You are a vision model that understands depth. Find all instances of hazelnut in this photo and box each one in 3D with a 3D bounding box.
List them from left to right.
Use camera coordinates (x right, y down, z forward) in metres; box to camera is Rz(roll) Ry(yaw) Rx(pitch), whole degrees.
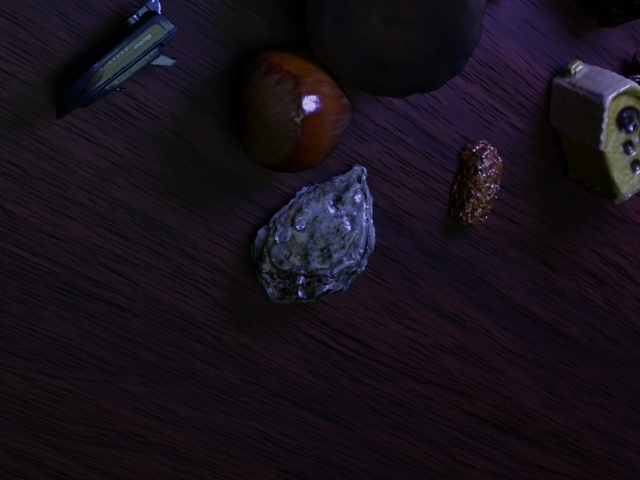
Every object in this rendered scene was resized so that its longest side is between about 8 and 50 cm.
[{"bbox_3d":[-0.041,-0.216,1.658,0.210,0.186,0.210,0,95,3],"label":"hazelnut"}]

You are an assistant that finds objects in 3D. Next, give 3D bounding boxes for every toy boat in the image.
[{"bbox_3d":[-0.322,-0.271,1.579,0.246,0.093,0.103,-40,111,-4],"label":"toy boat"}]

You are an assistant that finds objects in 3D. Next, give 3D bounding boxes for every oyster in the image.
[{"bbox_3d":[0.000,0.000,1.810,0.267,0.112,0.198,-29,96,0],"label":"oyster"}]

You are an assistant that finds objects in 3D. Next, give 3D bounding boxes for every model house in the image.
[{"bbox_3d":[0.531,-0.217,1.876,0.175,0.193,0.234,-37,118,-2],"label":"model house"}]

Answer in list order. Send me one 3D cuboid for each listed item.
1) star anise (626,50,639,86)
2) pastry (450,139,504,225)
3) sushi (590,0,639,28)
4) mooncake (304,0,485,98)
[{"bbox_3d":[0.663,-0.276,1.958,0.177,0.073,0.234,-11,91,-29],"label":"star anise"},{"bbox_3d":[0.302,-0.104,1.902,0.087,0.063,0.169,2,109,-19],"label":"pastry"},{"bbox_3d":[0.621,-0.529,1.776,0.348,0.234,0.207,-41,118,3],"label":"sushi"},{"bbox_3d":[0.122,-0.380,1.615,0.290,0.161,0.290,5,131,6],"label":"mooncake"}]
